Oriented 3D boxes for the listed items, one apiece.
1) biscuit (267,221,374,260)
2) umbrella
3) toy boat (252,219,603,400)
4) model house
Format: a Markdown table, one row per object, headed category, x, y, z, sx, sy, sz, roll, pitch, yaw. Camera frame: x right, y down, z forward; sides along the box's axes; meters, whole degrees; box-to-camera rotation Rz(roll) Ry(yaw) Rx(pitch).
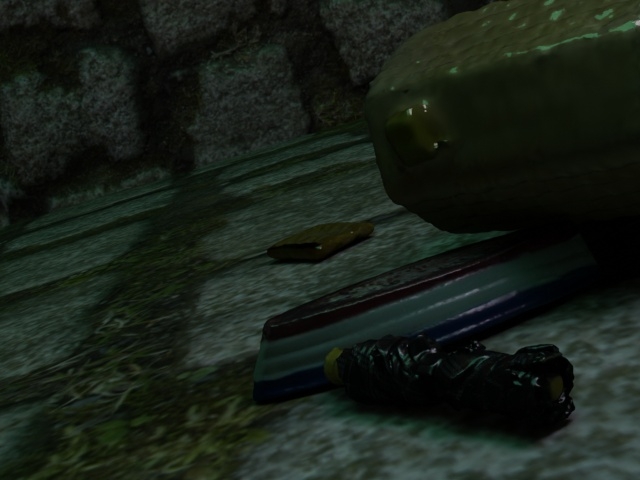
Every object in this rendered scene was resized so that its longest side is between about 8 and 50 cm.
| category | x | y | z | sx | sy | sz | roll | pitch | yaw |
| --- | --- | --- | --- | --- | --- | --- | --- | --- | --- |
| biscuit | 0.000 | 0.000 | 0.815 | 0.081 | 0.018 | 0.083 | -26 | 16 | -39 |
| umbrella | 0.054 | 0.064 | 0.400 | 0.143 | 0.040 | 0.037 | -5 | 25 | 49 |
| toy boat | 0.062 | 0.039 | 0.500 | 0.228 | 0.046 | 0.080 | -17 | 16 | -14 |
| model house | 0.160 | -0.078 | 0.547 | 0.193 | 0.175 | 0.234 | -7 | 11 | 36 |
